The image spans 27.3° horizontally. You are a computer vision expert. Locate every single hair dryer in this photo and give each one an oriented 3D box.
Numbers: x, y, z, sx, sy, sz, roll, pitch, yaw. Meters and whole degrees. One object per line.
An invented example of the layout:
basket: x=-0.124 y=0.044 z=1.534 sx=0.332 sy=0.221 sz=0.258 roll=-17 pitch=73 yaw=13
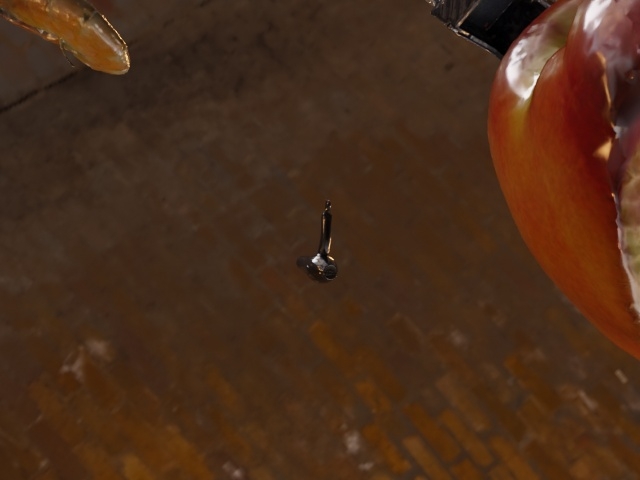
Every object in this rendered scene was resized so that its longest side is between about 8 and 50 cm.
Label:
hair dryer: x=0.000 y=0.000 z=1.322 sx=0.031 sy=0.079 sz=0.083 roll=7 pitch=-85 yaw=-23

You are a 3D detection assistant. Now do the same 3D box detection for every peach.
peach: x=0.303 y=-0.073 z=0.943 sx=0.406 sy=0.335 sz=0.310 roll=28 pitch=-158 yaw=-29

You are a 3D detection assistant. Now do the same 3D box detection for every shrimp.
shrimp: x=-0.250 y=-0.205 z=1.199 sx=0.217 sy=0.115 sz=0.051 roll=30 pitch=-114 yaw=35

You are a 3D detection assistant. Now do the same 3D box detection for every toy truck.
toy truck: x=0.175 y=-0.235 z=1.320 sx=0.092 sy=0.083 sz=0.192 roll=50 pitch=-161 yaw=28
